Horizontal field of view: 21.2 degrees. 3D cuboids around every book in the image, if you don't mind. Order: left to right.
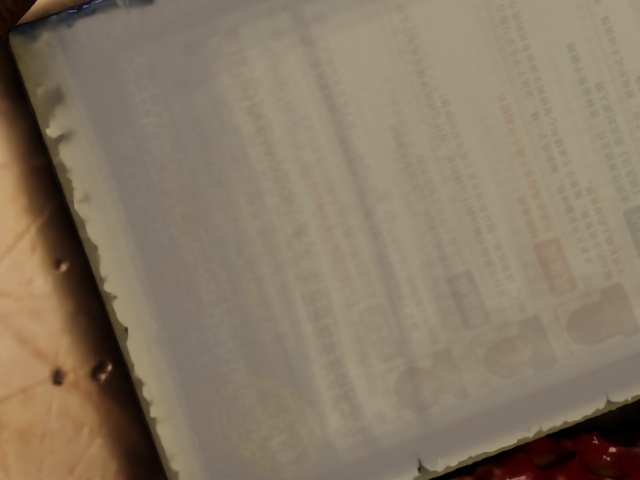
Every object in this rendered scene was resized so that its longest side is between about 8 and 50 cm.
[{"bbox_3d":[0.065,-0.029,0.680,0.322,0.018,0.228,-19,98,-6],"label":"book"}]

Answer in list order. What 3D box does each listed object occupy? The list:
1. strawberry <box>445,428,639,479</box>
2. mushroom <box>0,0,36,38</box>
[{"bbox_3d":[0.180,0.182,0.774,0.306,0.138,0.233,-17,102,-19],"label":"strawberry"},{"bbox_3d":[-0.166,-0.105,0.537,0.227,0.217,0.148,-24,105,-20],"label":"mushroom"}]
